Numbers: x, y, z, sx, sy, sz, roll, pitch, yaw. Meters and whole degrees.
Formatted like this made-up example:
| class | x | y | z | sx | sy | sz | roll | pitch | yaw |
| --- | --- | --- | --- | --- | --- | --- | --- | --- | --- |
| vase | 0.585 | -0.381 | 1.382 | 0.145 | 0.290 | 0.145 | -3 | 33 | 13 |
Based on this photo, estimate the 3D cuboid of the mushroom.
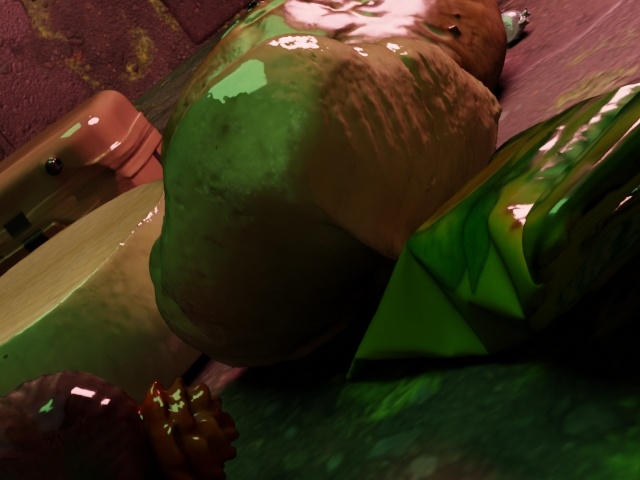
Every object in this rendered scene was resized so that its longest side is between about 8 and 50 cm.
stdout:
| class | x | y | z | sx | sy | sz | roll | pitch | yaw |
| --- | --- | --- | --- | --- | --- | --- | --- | --- | --- |
| mushroom | 0.025 | -0.098 | 0.808 | 0.286 | 0.156 | 0.151 | -33 | 43 | -6 |

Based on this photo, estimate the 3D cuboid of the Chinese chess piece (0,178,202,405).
| class | x | y | z | sx | sy | sz | roll | pitch | yaw |
| --- | --- | --- | --- | --- | --- | --- | --- | --- | --- |
| Chinese chess piece | -0.172 | 0.063 | 0.783 | 0.250 | 0.101 | 0.250 | -34 | 16 | 11 |

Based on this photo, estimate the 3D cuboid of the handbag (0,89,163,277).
| class | x | y | z | sx | sy | sz | roll | pitch | yaw |
| --- | --- | --- | --- | --- | --- | --- | --- | --- | --- |
| handbag | -0.323 | -0.060 | 1.367 | 0.302 | 0.149 | 0.283 | -35 | 19 | 16 |

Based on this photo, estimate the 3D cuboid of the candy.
| class | x | y | z | sx | sy | sz | roll | pitch | yaw |
| --- | --- | --- | --- | --- | --- | --- | --- | --- | --- |
| candy | 0.095 | -0.006 | 0.468 | 0.149 | 0.069 | 0.246 | -41 | 4 | -22 |

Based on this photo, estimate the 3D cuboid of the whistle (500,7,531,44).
| class | x | y | z | sx | sy | sz | roll | pitch | yaw |
| --- | --- | --- | --- | --- | --- | --- | --- | --- | --- |
| whistle | 0.144 | -0.178 | 0.924 | 0.033 | 0.029 | 0.083 | -56 | 27 | -9 |

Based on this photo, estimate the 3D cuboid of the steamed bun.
| class | x | y | z | sx | sy | sz | roll | pitch | yaw |
| --- | --- | --- | --- | --- | --- | --- | --- | --- | --- |
| steamed bun | 0.000 | -0.013 | 0.573 | 0.231 | 0.110 | 0.212 | -45 | -19 | 6 |

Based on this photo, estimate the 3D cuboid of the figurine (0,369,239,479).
| class | x | y | z | sx | sy | sz | roll | pitch | yaw |
| --- | --- | --- | --- | --- | --- | --- | --- | --- | --- |
| figurine | -0.145 | 0.126 | 0.553 | 0.138 | 0.110 | 0.245 | -43 | 9 | -30 |
